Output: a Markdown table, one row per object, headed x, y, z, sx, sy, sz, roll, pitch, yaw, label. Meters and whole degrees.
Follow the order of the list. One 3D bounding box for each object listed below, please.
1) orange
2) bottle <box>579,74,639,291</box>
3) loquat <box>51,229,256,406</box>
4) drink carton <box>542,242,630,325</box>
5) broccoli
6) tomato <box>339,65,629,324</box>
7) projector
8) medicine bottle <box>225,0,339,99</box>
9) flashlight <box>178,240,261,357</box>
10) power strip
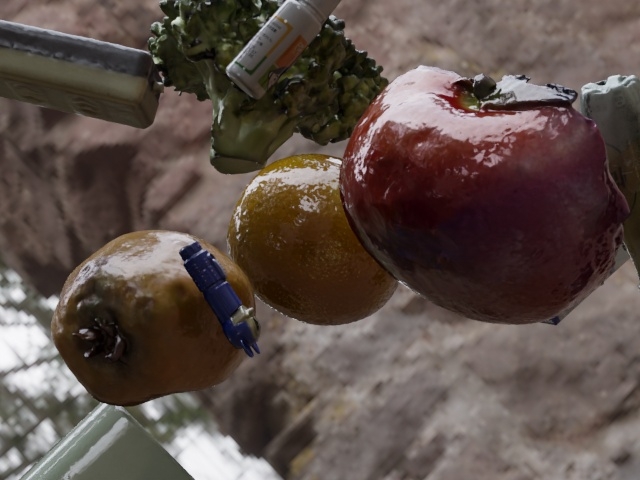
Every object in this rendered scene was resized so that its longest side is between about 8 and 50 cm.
| x | y | z | sx | sy | sz | roll | pitch | yaw | label |
| --- | --- | --- | --- | --- | --- | --- | --- | --- | --- |
| 0.000 | 0.000 | 1.958 | 0.236 | 0.236 | 0.236 | -36 | -27 | -22 | orange |
| 0.359 | -0.054 | 1.789 | 0.083 | 0.083 | 0.270 | -26 | -72 | -38 | bottle |
| -0.166 | 0.077 | 1.536 | 0.187 | 0.176 | 0.234 | -34 | -13 | 29 | loquat |
| 0.512 | 0.023 | 3.068 | 0.315 | 0.106 | 0.131 | -38 | -69 | -22 | drink carton |
| -0.076 | -0.246 | 2.231 | 0.324 | 0.272 | 0.334 | -15 | -7 | -14 | broccoli |
| 0.150 | -0.016 | 1.609 | 0.176 | 0.335 | 0.290 | -40 | -50 | -31 | tomato |
| -0.269 | 0.384 | 1.984 | 0.249 | 0.248 | 0.248 | -44 | -15 | -15 | projector |
| -0.028 | -0.279 | 2.034 | 0.221 | 0.061 | 0.092 | -49 | -16 | -4 | medicine bottle |
| -0.088 | 0.053 | 1.439 | 0.035 | 0.121 | 0.057 | -32 | -4 | 8 | flashlight |
| -0.293 | -0.183 | 1.671 | 0.105 | 0.256 | 0.070 | 74 | -152 | -79 | power strip |
